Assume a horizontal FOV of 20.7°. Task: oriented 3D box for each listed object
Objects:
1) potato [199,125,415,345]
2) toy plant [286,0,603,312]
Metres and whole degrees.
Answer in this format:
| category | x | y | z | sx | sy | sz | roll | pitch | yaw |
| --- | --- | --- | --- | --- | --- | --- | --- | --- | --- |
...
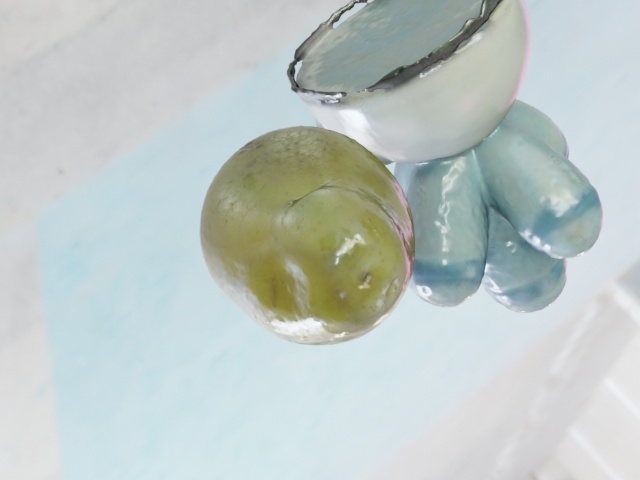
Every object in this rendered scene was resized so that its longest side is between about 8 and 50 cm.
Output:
| category | x | y | z | sx | sy | sz | roll | pitch | yaw |
| --- | --- | --- | --- | --- | --- | --- | --- | --- | --- |
| potato | 0.000 | 0.000 | 1.279 | 0.157 | 0.157 | 0.194 | -40 | -155 | -6 |
| toy plant | 0.141 | -0.074 | 1.634 | 0.247 | 0.332 | 0.247 | -25 | -154 | 13 |
